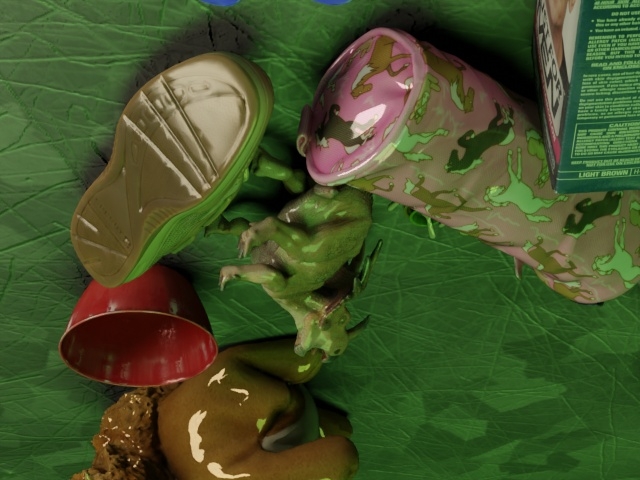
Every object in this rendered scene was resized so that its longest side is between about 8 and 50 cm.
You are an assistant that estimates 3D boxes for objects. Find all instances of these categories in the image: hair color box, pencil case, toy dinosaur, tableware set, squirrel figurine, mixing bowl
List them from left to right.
[{"bbox_3d":[-0.208,0.087,1.405,0.181,0.098,0.181,-2,146,-1],"label":"mixing bowl"},{"bbox_3d":[-0.132,0.358,1.573,0.397,0.370,0.281,-4,147,0],"label":"squirrel figurine"},{"bbox_3d":[0.000,0.000,1.263,0.200,0.127,0.295,10,145,-19],"label":"toy dinosaur"},{"bbox_3d":[0.160,-0.033,1.324,0.154,0.024,0.104,17,141,-27],"label":"tableware set"},{"bbox_3d":[0.162,-0.064,1.163,0.386,0.160,0.167,25,105,-35],"label":"pencil case"},{"bbox_3d":[0.233,-0.205,0.937,0.105,0.174,0.347,-4,146,3],"label":"hair color box"}]

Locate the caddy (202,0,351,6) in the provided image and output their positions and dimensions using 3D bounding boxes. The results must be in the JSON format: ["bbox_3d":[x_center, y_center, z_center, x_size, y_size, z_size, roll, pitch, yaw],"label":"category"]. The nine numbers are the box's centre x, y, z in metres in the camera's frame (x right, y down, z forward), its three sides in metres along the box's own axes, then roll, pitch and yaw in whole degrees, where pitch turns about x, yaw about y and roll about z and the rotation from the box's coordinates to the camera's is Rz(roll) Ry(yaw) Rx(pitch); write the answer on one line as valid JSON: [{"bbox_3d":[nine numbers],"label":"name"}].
[{"bbox_3d":[-0.075,-0.295,0.757,0.241,0.179,0.341,11,163,43],"label":"caddy"}]

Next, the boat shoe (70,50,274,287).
[{"bbox_3d":[-0.132,-0.075,1.174,0.110,0.121,0.341,-25,170,-43],"label":"boat shoe"}]

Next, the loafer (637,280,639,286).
[{"bbox_3d":[0.394,-0.014,1.295,0.112,0.111,0.319,-6,146,4],"label":"loafer"}]
